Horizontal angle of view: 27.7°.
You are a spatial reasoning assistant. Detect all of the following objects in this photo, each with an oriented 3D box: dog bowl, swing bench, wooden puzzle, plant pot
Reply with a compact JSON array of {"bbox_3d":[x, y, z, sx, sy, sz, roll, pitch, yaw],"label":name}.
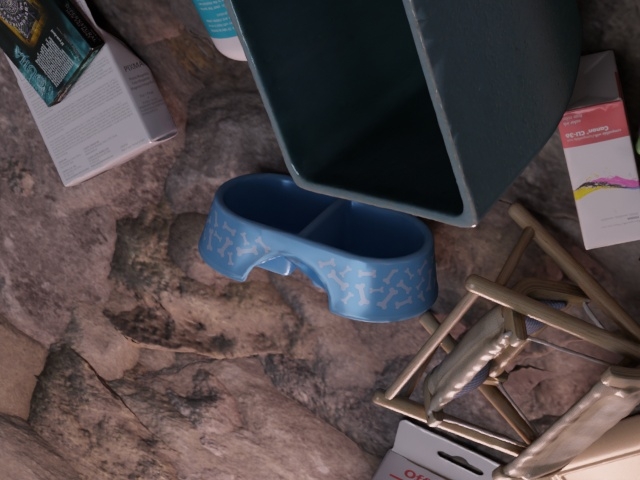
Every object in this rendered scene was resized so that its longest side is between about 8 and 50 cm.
[{"bbox_3d":[0.000,0.000,1.516,0.297,0.166,0.074,19,121,19],"label":"dog bowl"},{"bbox_3d":[0.240,0.140,1.468,0.254,0.165,0.253,35,136,2],"label":"swing bench"},{"bbox_3d":[0.417,0.318,1.598,0.221,0.044,0.239,-28,103,44],"label":"wooden puzzle"},{"bbox_3d":[0.103,-0.196,1.194,0.248,0.252,0.247,16,135,47],"label":"plant pot"}]

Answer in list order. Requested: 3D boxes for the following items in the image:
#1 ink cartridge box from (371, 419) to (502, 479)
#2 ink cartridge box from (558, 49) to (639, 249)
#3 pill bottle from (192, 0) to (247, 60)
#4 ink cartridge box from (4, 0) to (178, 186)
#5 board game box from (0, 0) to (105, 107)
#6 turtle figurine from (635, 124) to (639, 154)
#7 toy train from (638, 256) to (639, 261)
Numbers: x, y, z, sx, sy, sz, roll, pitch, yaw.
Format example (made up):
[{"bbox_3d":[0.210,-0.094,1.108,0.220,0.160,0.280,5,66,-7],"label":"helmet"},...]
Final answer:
[{"bbox_3d":[0.146,0.430,1.803,0.207,0.119,0.353,24,135,14],"label":"ink cartridge box"},{"bbox_3d":[0.281,-0.073,1.290,0.067,0.115,0.198,-11,120,14],"label":"ink cartridge box"},{"bbox_3d":[-0.072,-0.286,1.324,0.146,0.146,0.264,-7,121,36],"label":"pill bottle"},{"bbox_3d":[-0.298,-0.203,1.624,0.189,0.066,0.232,-21,92,42],"label":"ink cartridge box"},{"bbox_3d":[-0.354,-0.269,1.575,0.186,0.026,0.126,51,132,2],"label":"board game box"},{"bbox_3d":[0.374,-0.135,1.106,0.275,0.198,0.266,56,161,28],"label":"turtle figurine"},{"bbox_3d":[0.410,0.061,1.392,0.158,0.027,0.036,36,133,0],"label":"toy train"}]
